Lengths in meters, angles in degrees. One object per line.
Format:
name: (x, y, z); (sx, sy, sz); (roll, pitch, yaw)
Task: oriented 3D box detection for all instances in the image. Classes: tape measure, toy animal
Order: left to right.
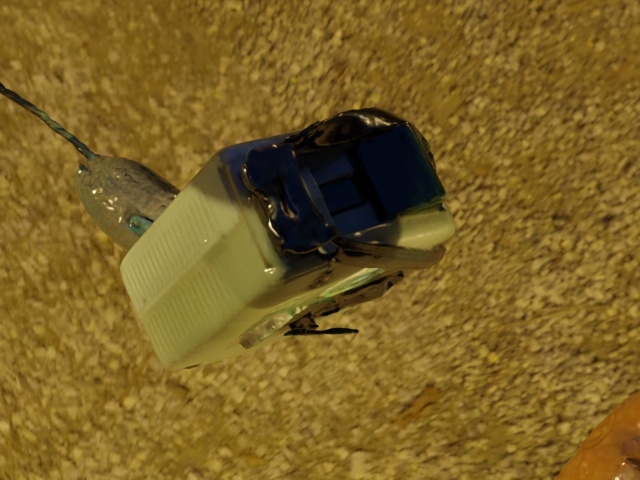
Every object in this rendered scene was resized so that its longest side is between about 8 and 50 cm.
toy animal: (-0.184, -0.059, 1.001); (0.253, 0.079, 0.070); (44, 50, 1)
tape measure: (0.000, 0.000, 0.768); (0.207, 0.235, 0.115); (-16, 77, -33)

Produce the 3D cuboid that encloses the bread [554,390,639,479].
bread: (0.174, 0.145, 0.422); (0.240, 0.139, 0.239); (-3, 100, -15)
